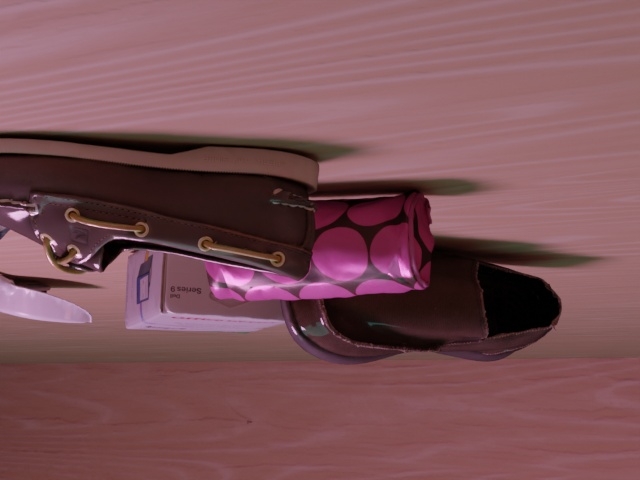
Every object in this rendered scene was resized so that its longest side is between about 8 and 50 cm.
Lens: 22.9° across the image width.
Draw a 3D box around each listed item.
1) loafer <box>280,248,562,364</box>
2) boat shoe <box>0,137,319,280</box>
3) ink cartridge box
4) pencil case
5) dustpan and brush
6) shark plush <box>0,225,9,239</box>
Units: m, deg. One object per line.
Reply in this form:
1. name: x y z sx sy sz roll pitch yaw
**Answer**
1. loafer: 0.117 0.055 1.696 0.366 0.133 0.130 3 163 -40
2. boat shoe: -0.165 -0.022 1.238 0.325 0.096 0.116 2 172 0
3. ink cartridge box: -0.127 0.054 1.797 0.154 0.093 0.212 4 173 -17
4. pencil case: 0.000 0.000 1.392 0.209 0.098 0.095 0 127 22
5. dustpan and brush: -0.423 0.074 2.206 0.147 0.060 0.211 13 -177 21
6. shark plush: -0.296 -0.017 1.487 0.067 0.073 0.161 -27 170 -7
